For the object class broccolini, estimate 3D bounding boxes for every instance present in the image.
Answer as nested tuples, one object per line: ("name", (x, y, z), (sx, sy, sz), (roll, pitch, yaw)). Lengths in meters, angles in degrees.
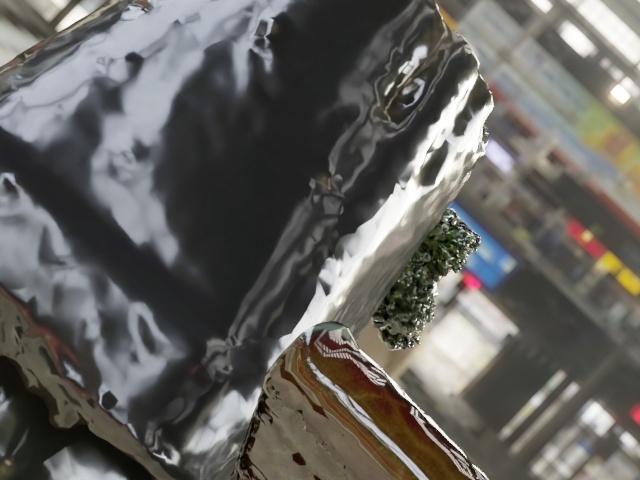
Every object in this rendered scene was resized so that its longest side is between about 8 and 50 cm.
("broccolini", (-0.006, -0.003, 0.735), (0.052, 0.054, 0.194), (29, -4, -26))

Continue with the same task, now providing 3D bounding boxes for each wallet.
("wallet", (0.063, 0.139, 0.406), (0.243, 0.039, 0.133), (44, -35, 24))

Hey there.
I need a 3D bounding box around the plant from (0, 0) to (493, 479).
("plant", (-0.062, 0.016, 0.591), (0.142, 0.256, 0.164), (38, -9, 7))
